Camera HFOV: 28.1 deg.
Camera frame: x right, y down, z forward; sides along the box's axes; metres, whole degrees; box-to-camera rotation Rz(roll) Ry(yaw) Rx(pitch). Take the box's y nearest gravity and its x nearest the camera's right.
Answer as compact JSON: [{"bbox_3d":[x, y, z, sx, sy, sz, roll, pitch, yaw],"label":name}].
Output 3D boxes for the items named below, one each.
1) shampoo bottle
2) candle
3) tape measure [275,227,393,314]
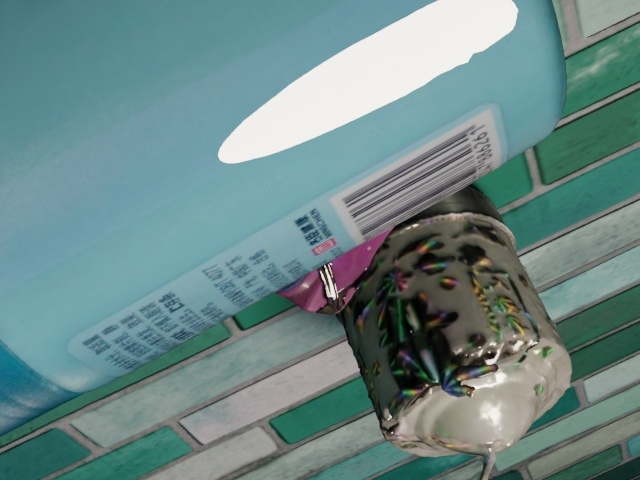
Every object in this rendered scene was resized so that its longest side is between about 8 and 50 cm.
[{"bbox_3d":[-0.094,-0.118,0.661,0.343,0.331,0.331,-27,148,1],"label":"shampoo bottle"},{"bbox_3d":[0.123,0.107,1.151,0.187,0.330,0.187,-12,140,-10],"label":"candle"},{"bbox_3d":[0.000,0.000,1.094,0.074,0.125,0.118,10,119,-37],"label":"tape measure"}]
